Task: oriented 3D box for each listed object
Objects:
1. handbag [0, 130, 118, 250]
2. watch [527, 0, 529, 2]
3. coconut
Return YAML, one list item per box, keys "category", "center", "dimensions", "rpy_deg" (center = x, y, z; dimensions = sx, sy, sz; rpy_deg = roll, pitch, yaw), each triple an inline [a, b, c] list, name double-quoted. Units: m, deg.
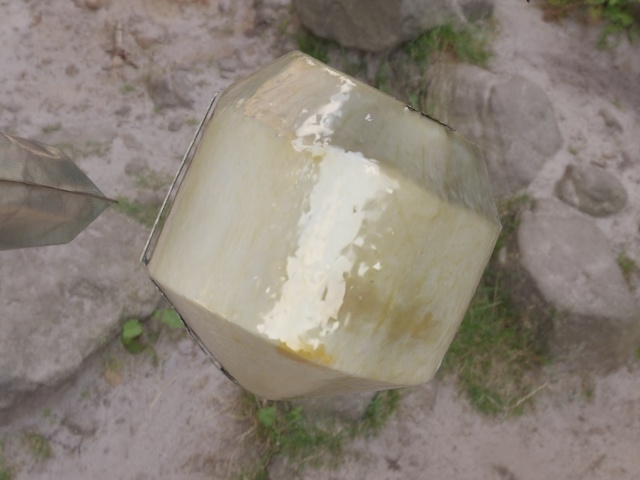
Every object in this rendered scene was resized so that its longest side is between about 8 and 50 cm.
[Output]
- category: "handbag"
  center: [-0.325, -0.037, 0.679]
  dimensions: [0.182, 0.270, 0.117]
  rpy_deg: [14, 73, -59]
- category: "watch"
  center: [0.269, -0.460, 1.046]
  dimensions: [0.164, 0.102, 0.268]
  rpy_deg: [-33, 63, 9]
- category: "coconut"
  center: [0.000, 0.000, 0.707]
  dimensions: [0.322, 0.323, 0.323]
  rpy_deg: [9, 47, -10]
